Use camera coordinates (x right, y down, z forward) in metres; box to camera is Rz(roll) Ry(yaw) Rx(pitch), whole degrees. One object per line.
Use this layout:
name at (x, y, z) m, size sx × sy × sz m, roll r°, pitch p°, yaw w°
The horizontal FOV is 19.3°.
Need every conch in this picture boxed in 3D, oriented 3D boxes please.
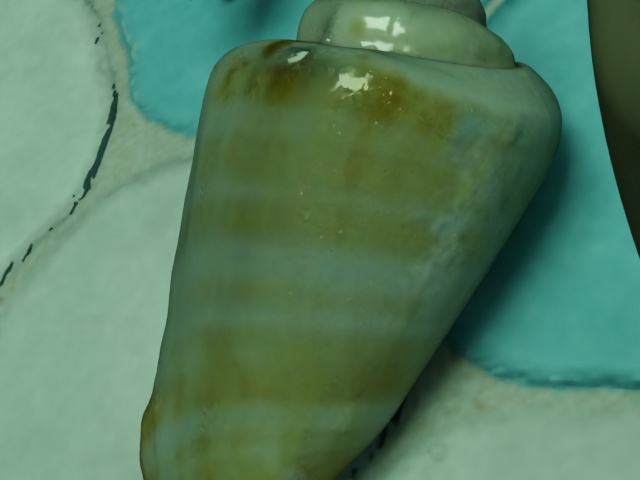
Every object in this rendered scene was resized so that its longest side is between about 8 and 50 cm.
conch at (-0.005, -0.006, 0.744) m, size 0.158 × 0.127 × 0.255 m, roll 14°, pitch 71°, yaw 36°

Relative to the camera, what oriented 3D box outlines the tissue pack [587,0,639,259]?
tissue pack at (0.283, -0.058, 0.515) m, size 0.387 × 0.277 × 0.267 m, roll -15°, pitch 48°, yaw 22°
